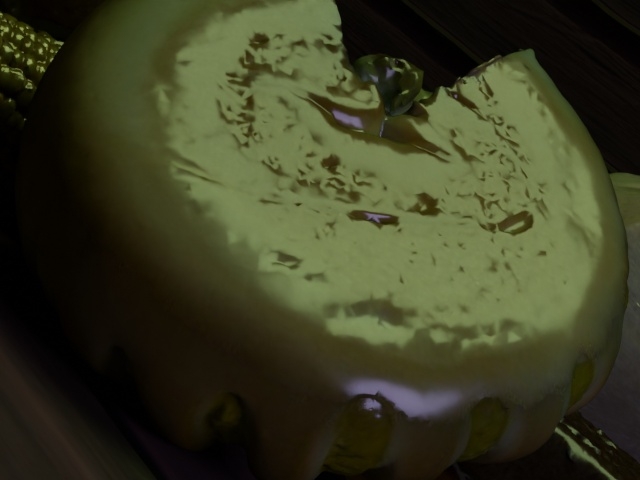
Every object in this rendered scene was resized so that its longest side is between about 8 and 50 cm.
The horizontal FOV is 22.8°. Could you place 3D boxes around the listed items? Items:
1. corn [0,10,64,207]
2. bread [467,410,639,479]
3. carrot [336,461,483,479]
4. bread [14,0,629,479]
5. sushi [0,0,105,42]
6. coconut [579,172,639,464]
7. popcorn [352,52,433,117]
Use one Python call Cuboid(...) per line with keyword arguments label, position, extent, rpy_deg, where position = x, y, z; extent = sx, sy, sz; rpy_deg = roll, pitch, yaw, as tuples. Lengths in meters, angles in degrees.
Cuboid(label="corn", position=(-0.203, -0.094, 0.873), extent=(0.293, 0.106, 0.106), rpy_deg=(33, 10, -38))
Cuboid(label="bread", position=(0.153, 0.176, 0.963), extent=(0.416, 0.113, 0.165), rpy_deg=(41, 5, 16))
Cuboid(label="carrot", position=(0.134, 0.214, 0.840), extent=(0.314, 0.066, 0.066), rpy_deg=(43, 9, 18))
Cuboid(label="bread", position=(0.000, 0.000, 0.836), extent=(0.333, 0.160, 0.333), rpy_deg=(14, 51, -17))
Cuboid(label="sushi", position=(-0.155, -0.145, 1.103), extent=(0.184, 0.139, 0.274), rpy_deg=(9, 16, -17))
Cuboid(label="coconut", position=(0.232, 0.103, 1.164), extent=(0.329, 0.329, 0.329), rpy_deg=(39, 8, -7))
Cuboid(label="popcorn", position=(0.004, -0.036, 1.174), extent=(0.204, 0.184, 0.221), rpy_deg=(-3, -3, -1))
